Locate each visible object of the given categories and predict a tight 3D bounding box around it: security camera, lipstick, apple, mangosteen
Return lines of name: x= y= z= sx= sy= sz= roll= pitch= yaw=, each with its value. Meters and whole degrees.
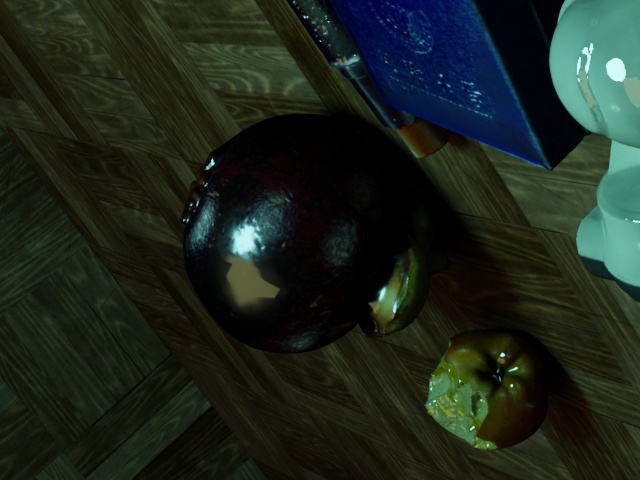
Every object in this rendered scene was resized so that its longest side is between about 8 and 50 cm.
security camera: x=0.291 y=-0.099 z=1.416 sx=0.191 sy=0.197 sz=0.277 roll=17 pitch=137 yaw=58
lipstick: x=0.046 y=-0.209 z=1.921 sx=0.299 sy=0.081 sz=0.081 roll=53 pitch=162 yaw=-26
apple: x=0.224 y=0.188 z=2.261 sx=0.158 sy=0.147 sz=0.156 roll=134 pitch=126 yaw=-63
mangosteen: x=0.000 y=0.000 z=2.182 sx=0.347 sy=0.307 sz=0.307 roll=21 pitch=166 yaw=-10

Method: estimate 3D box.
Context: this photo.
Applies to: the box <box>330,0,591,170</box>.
box: x=0.118 y=-0.227 z=1.660 sx=0.261 sy=0.116 sz=0.279 roll=27 pitch=155 yaw=49
